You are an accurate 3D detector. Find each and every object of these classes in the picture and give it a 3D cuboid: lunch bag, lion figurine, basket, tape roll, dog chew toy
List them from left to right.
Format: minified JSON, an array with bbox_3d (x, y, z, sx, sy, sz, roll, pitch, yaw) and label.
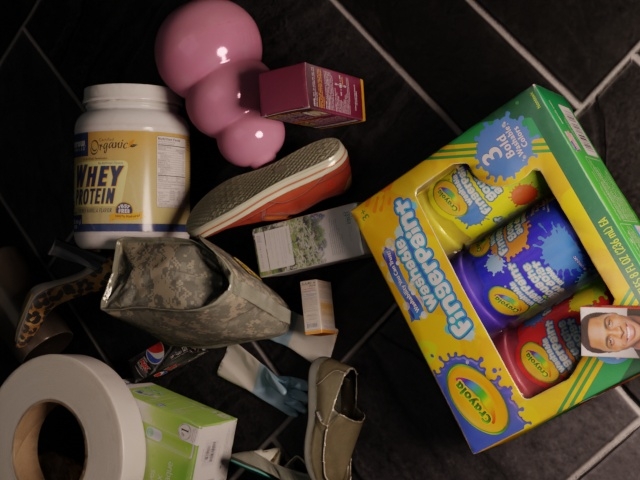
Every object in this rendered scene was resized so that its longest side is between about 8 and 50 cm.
[{"bbox_3d":[-0.664,0.156,2.169,0.227,0.154,0.204,52,153,15],"label":"basket"},{"bbox_3d":[-0.520,0.422,1.959,0.392,0.072,0.392,-4,81,29],"label":"tape roll"},{"bbox_3d":[-0.453,0.572,2.043,0.392,0.142,0.240,-2,90,27],"label":"lion figurine"},{"bbox_3d":[-0.214,0.098,1.798,0.287,0.235,0.169,0,68,27],"label":"lunch bag"},{"bbox_3d":[-0.174,-0.286,1.832,0.206,0.206,0.332,-31,81,29],"label":"dog chew toy"}]

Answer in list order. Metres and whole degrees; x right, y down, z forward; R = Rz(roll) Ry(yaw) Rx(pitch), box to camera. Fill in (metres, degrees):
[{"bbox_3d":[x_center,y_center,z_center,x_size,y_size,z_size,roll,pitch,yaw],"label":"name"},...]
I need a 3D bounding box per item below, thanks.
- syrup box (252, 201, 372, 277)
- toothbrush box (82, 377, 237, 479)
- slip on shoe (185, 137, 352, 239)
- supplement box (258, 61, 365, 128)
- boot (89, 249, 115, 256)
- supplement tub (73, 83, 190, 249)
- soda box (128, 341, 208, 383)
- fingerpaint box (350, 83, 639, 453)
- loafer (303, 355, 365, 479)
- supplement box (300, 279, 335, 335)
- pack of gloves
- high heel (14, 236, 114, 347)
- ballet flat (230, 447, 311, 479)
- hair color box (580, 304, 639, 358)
[{"bbox_3d":[0.000,0.000,1.768,0.237,0.096,0.093,-14,84,32],"label":"syrup box"},{"bbox_3d":[-0.326,0.417,1.963,0.283,0.122,0.206,16,98,34],"label":"toothbrush box"},{"bbox_3d":[-0.092,-0.074,1.775,0.331,0.101,0.123,-24,34,8],"label":"slip on shoe"},{"bbox_3d":[-0.013,-0.252,1.724,0.104,0.188,0.081,-6,85,33],"label":"supplement box"},{"bbox_3d":[-0.468,-0.007,2.102,0.158,0.059,0.084,-30,71,21],"label":"boot"},{"bbox_3d":[-0.372,-0.140,1.935,0.228,0.228,0.316,0,89,33],"label":"supplement tub"},{"bbox_3d":[-0.313,0.236,1.991,0.169,0.060,0.053,-31,69,29],"label":"soda box"},{"bbox_3d":[0.310,0.048,1.523,0.371,0.163,0.445,-34,72,28],"label":"fingerpaint box"},{"bbox_3d":[0.028,0.334,1.747,0.087,0.094,0.251,-6,86,37],"label":"loafer"},{"bbox_3d":[-0.005,0.123,1.782,0.036,0.062,0.098,-10,78,24],"label":"supplement box"},{"bbox_3d":[-0.095,0.217,1.859,0.232,0.046,0.195,23,103,31],"label":"pack of gloves"},{"bbox_3d":[-0.523,0.137,2.060,0.261,0.186,0.093,-63,23,11],"label":"high heel"},{"bbox_3d":[-0.073,0.429,1.839,0.213,0.072,0.068,19,73,31],"label":"ballet flat"},{"bbox_3d":[0.429,0.124,1.331,0.141,0.043,0.072,-2,91,31],"label":"hair color box"}]
